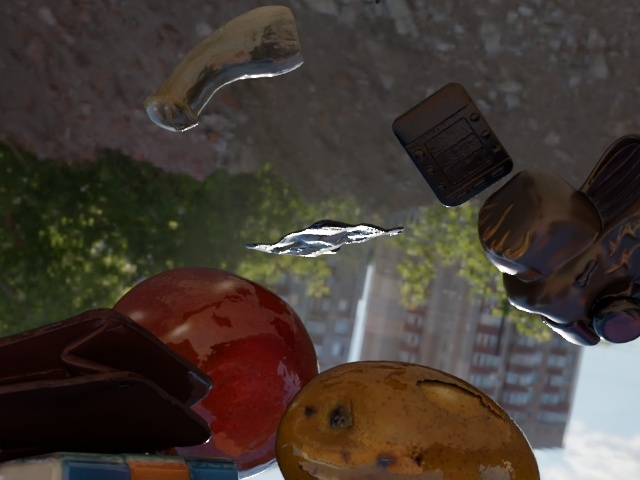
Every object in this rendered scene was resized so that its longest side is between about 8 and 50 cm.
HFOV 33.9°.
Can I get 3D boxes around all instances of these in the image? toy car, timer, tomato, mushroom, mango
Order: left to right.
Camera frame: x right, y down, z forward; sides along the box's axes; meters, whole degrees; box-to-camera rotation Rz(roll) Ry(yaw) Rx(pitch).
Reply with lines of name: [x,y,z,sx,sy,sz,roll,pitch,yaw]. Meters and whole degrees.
tomato: [-0.167,0.195,1.551,0.325,0.290,0.293,55,157,-17]
mushroom: [-0.125,-0.219,1.329,0.223,0.092,0.081,-33,-159,-10]
mango: [0.101,0.216,1.041,0.290,0.191,0.160,25,-137,-17]
timer: [0.227,-0.163,1.802,0.144,0.187,0.055,-33,-172,12]
toy car: [0.392,-0.026,1.490,0.240,0.340,0.271,37,-155,-21]

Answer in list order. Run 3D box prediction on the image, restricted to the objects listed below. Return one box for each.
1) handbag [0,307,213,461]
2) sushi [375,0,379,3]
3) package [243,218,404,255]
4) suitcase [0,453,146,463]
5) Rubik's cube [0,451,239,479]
handbag: [-0.283,0.179,1.171,0.275,0.084,0.260,-14,151,14]
sushi: [0.098,-0.296,0.993,0.212,0.115,0.147,8,-143,45]
package: [0.000,0.000,1.599,0.166,0.040,0.232,2,172,-36]
suitcase: [-0.398,0.396,1.602,0.345,0.188,0.339,22,-163,-48]
Rubik's cube: [-0.277,0.396,1.154,0.291,0.292,0.290,-15,161,32]
